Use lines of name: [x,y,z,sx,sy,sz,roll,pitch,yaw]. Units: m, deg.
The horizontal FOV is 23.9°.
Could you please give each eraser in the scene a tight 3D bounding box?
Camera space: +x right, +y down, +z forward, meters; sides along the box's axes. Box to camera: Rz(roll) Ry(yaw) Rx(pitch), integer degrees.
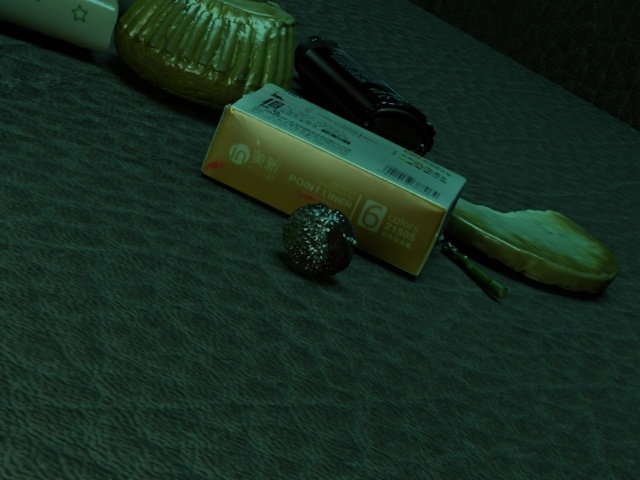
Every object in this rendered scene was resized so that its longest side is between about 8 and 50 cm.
eraser: [-0.406,-0.322,1.863,0.290,0.087,0.171,17,16,-29]

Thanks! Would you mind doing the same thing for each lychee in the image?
lychee: [0.000,0.000,1.483,0.083,0.068,0.067,17,51,35]

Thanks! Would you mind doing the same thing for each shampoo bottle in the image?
shampoo bottle: [0.048,-0.213,2.188,0.129,0.084,0.323,18,17,-31]

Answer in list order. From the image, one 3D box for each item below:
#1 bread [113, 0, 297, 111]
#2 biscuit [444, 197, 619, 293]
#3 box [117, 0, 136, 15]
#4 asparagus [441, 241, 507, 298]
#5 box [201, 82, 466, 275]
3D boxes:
bread: [-0.143,-0.247,1.914,0.240,0.139,0.240,20,17,-6]
biscuit: [0.266,0.006,1.897,0.309,0.040,0.204,7,24,-45]
box: [-0.330,-0.487,2.182,0.141,0.288,0.349,-18,24,-4]
asparagus: [0.174,0.033,1.724,0.015,0.018,0.127,-26,35,-16]
box: [0.021,-0.076,1.707,0.274,0.091,0.221,27,15,6]
